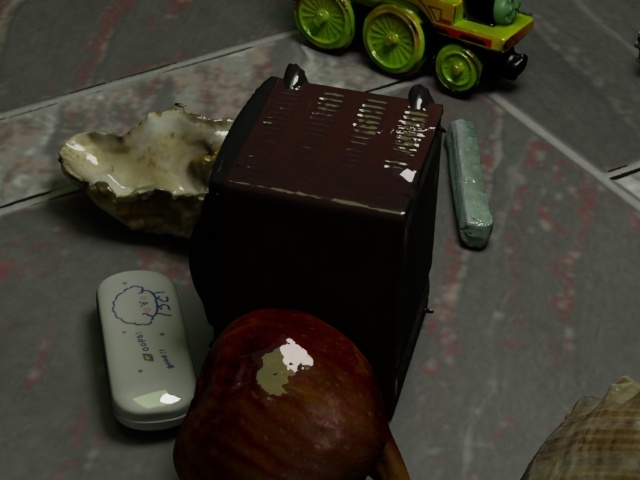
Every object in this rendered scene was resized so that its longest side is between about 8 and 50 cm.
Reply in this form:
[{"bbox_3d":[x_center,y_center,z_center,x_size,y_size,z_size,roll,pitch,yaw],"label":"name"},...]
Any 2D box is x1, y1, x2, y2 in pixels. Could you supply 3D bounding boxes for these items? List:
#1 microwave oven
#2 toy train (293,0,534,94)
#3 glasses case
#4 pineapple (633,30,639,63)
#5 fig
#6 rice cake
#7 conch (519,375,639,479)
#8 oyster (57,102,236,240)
[{"bbox_3d":[0.001,0.001,1.439,0.188,0.247,0.178,11,40,14],"label":"microwave oven"},{"bbox_3d":[0.102,-0.273,1.882,0.296,0.160,0.100,21,34,23],"label":"toy train"},{"bbox_3d":[-0.155,0.094,1.463,0.076,0.049,0.197,-5,37,-9],"label":"glasses case"},{"bbox_3d":[0.469,-0.207,1.863,0.237,0.111,0.119,17,9,27],"label":"pineapple"},{"bbox_3d":[-0.004,0.153,1.320,0.207,0.175,0.175,19,37,-2],"label":"fig"},{"bbox_3d":[0.152,-0.063,1.705,0.033,0.033,0.207,9,35,-8],"label":"rice cake"},{"bbox_3d":[0.263,0.202,1.229,0.297,0.210,0.352,15,34,40],"label":"conch"},{"bbox_3d":[-0.084,-0.063,1.633,0.341,0.110,0.166,-7,32,-7],"label":"oyster"}]
